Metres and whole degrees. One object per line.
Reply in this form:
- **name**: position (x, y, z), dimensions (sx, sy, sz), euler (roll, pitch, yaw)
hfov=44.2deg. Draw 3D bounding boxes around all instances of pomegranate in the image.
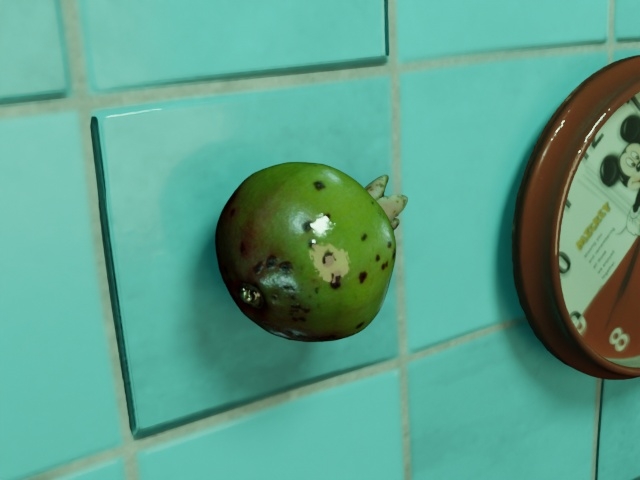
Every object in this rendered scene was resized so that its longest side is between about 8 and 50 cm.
- **pomegranate**: position (-0.007, -0.002, 0.558), dimensions (0.129, 0.159, 0.129), euler (5, 119, 10)

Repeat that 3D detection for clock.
- **clock**: position (0.311, -0.019, 0.762), dimensions (0.318, 0.080, 0.318), euler (-6, 104, -25)
